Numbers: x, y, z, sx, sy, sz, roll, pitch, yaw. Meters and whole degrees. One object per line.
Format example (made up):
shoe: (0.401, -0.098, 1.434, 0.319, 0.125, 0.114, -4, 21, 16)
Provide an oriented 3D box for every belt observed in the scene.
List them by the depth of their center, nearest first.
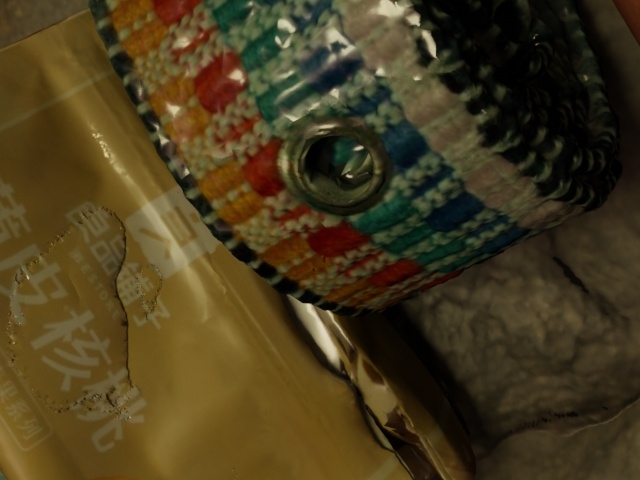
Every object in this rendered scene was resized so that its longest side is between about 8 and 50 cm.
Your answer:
belt: (-0.005, -0.114, 0.470, 0.160, 0.207, 0.295, -31, 86, 32)

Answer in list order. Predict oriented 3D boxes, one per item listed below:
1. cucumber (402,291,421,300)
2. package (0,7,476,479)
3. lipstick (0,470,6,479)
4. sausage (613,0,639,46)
cucumber: (0.000, 0.000, 0.607, 0.133, 0.032, 0.032, 31, 118, 18)
package: (-0.067, 0.036, 0.545, 0.165, 0.221, 0.311, -29, 94, 20)
lipstick: (-0.171, 0.249, 0.756, 0.076, 0.077, 0.289, -19, 93, 30)
sausage: (0.234, 0.011, 0.431, 0.088, 0.088, 0.433, -32, 85, 34)
